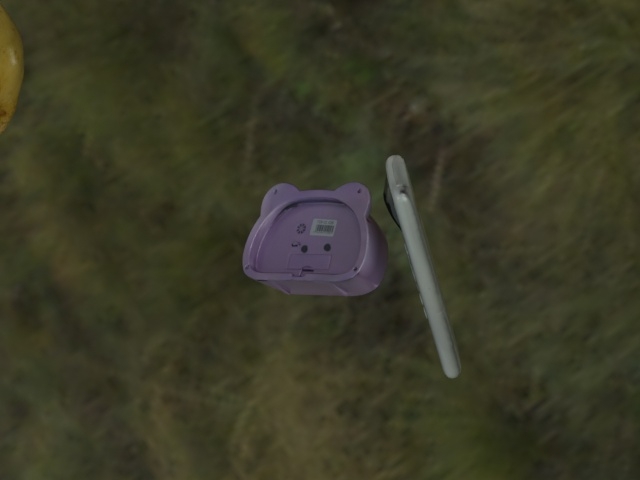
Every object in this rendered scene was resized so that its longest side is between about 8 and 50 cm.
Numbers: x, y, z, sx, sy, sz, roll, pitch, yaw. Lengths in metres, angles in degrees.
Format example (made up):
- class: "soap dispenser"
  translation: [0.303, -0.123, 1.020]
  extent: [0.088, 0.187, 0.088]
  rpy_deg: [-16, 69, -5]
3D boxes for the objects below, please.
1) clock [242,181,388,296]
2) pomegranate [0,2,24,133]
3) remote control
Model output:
- class: "clock"
  translation: [0.000, 0.000, 1.905]
  extent: [0.152, 0.110, 0.050]
  rpy_deg: [1, 160, 35]
- class: "pomegranate"
  translation: [-0.404, -0.192, 1.988]
  extent: [0.196, 0.196, 0.196]
  rpy_deg: [41, 150, 30]
- class: "remote control"
  translation: [0.098, 0.030, 1.819]
  extent: [0.067, 0.029, 0.261]
  rpy_deg: [-100, -7, -48]
